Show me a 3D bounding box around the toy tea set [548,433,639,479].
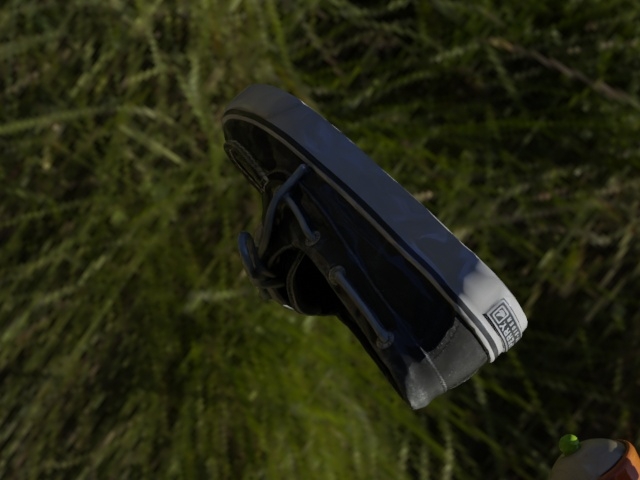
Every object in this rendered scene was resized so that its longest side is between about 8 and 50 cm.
[{"bbox_3d":[0.298,0.220,1.281,0.124,0.336,0.200,55,40,-6],"label":"toy tea set"}]

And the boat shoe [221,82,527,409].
[{"bbox_3d":[0.002,0.003,0.957,0.306,0.105,0.113,44,-10,40],"label":"boat shoe"}]
